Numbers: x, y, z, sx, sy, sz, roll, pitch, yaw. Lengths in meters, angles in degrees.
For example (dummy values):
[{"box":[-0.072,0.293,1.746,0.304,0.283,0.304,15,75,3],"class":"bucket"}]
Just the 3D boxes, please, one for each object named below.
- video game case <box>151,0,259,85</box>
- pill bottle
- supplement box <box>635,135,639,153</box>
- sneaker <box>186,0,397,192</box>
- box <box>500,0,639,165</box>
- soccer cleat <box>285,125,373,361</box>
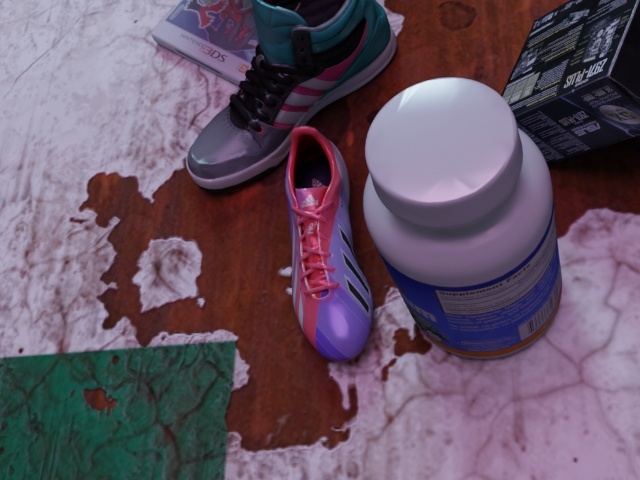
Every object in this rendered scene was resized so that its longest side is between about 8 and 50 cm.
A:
[{"box":[-0.095,-0.303,1.109,0.183,0.023,0.201,31,76,30],"class":"video game case"},{"box":[0.122,-0.012,0.730,0.152,0.272,0.152,-8,60,15],"class":"pill bottle"},{"box":[0.405,-0.126,0.806,0.188,0.081,0.104,15,69,26],"class":"supplement box"},{"box":[-0.052,-0.192,0.942,0.295,0.178,0.124,-42,58,-5],"class":"sneaker"},{"box":[0.263,-0.166,0.820,0.077,0.180,0.147,32,70,-16],"class":"box"},{"box":[0.000,0.000,0.871,0.083,0.095,0.248,-12,59,13],"class":"soccer cleat"}]
